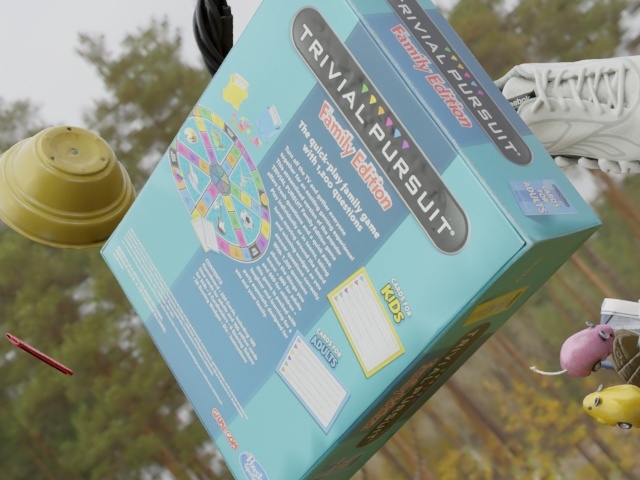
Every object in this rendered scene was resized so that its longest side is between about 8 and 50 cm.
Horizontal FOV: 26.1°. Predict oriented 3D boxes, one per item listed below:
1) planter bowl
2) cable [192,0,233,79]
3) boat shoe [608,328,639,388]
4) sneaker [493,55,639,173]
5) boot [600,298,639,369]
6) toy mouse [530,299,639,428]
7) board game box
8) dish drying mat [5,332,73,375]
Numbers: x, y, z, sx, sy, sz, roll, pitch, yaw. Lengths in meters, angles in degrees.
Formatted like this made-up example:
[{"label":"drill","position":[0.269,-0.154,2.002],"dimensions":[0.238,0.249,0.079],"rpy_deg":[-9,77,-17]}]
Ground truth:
[{"label":"planter bowl","position":[-0.350,-0.096,1.919],"dimensions":[0.217,0.217,0.090],"rpy_deg":[-33,-25,-44]},{"label":"cable","position":[-0.065,-0.219,1.374],"dimensions":[0.047,0.184,0.150],"rpy_deg":[4,-7,40]},{"label":"boat shoe","position":[0.375,0.151,1.489],"dimensions":[0.056,0.152,0.049],"rpy_deg":[-53,-16,16]},{"label":"sneaker","position":[0.249,-0.126,1.318],"dimensions":[0.292,0.110,0.118],"rpy_deg":[-11,-29,43]},{"label":"boot","position":[0.413,0.122,1.586],"dimensions":[0.069,0.190,0.086],"rpy_deg":[14,-96,-60]},{"label":"toy mouse","position":[0.279,0.103,1.268],"dimensions":[0.143,0.161,0.031],"rpy_deg":[-63,-32,-29]},{"label":"board game box","position":[0.000,0.000,0.950],"dimensions":[0.079,0.254,0.336],"rpy_deg":[-13,-29,-44]},{"label":"dish drying mat","position":[-0.310,0.127,1.520],"dimensions":[0.083,0.032,0.008],"rpy_deg":[39,-99,-42]}]
